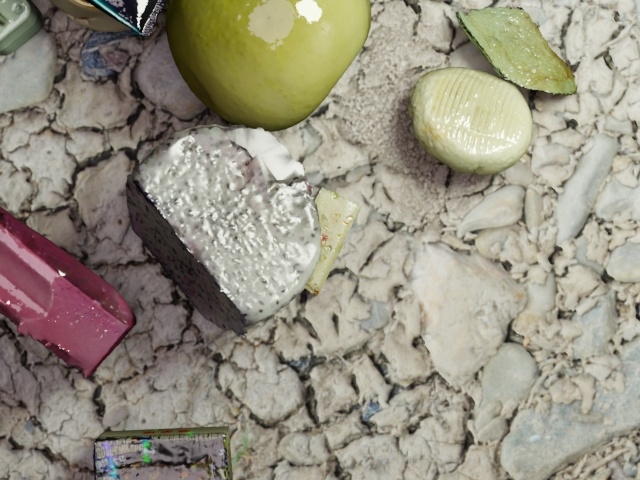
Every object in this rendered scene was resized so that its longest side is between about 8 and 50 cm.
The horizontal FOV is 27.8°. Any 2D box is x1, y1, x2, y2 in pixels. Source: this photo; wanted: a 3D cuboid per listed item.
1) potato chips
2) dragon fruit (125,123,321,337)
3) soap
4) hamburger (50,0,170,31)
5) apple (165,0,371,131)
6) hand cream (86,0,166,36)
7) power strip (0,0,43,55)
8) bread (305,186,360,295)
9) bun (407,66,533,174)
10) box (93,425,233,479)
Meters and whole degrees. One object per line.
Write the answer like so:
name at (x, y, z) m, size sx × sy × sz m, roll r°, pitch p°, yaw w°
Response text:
potato chips at (0.293, -0.286, 1.908) m, size 0.209 × 0.026 × 0.142 m, roll 18°, pitch 60°, yaw -15°
dragon fruit at (-0.126, -0.024, 1.835) m, size 0.204 × 0.221 × 0.283 m, roll -37°, pitch 88°, yaw -20°
soap at (-0.418, 0.054, 1.835) m, size 0.325 × 0.220 × 0.127 m, roll 37°, pitch 82°, yaw 0°
hamburger at (-0.291, -0.450, 1.859) m, size 0.227 × 0.151 × 0.295 m, roll 23°, pitch 87°, yaw -1°
apple at (-0.074, -0.302, 1.809) m, size 0.254 × 0.292 × 0.292 m, roll 40°, pitch 90°, yaw -17°
hand cream at (-0.330, -0.392, 1.765) m, size 0.270 × 0.061 × 0.120 m, roll 28°, pitch 83°, yaw -11°
power strip at (-0.523, -0.397, 1.865) m, size 0.229 × 0.141 × 0.261 m, roll -39°, pitch 88°, yaw 1°
bread at (0.000, 0.000, 1.928) m, size 0.068 × 0.028 × 0.153 m, roll 26°, pitch 89°, yaw 1°
bun at (0.215, -0.173, 1.893) m, size 0.188 × 0.111 × 0.164 m, roll 15°, pitch 71°, yaw -1°
box at (-0.225, 0.434, 1.902) m, size 0.198 × 0.084 × 0.310 m, roll -3°, pitch 91°, yaw 0°
